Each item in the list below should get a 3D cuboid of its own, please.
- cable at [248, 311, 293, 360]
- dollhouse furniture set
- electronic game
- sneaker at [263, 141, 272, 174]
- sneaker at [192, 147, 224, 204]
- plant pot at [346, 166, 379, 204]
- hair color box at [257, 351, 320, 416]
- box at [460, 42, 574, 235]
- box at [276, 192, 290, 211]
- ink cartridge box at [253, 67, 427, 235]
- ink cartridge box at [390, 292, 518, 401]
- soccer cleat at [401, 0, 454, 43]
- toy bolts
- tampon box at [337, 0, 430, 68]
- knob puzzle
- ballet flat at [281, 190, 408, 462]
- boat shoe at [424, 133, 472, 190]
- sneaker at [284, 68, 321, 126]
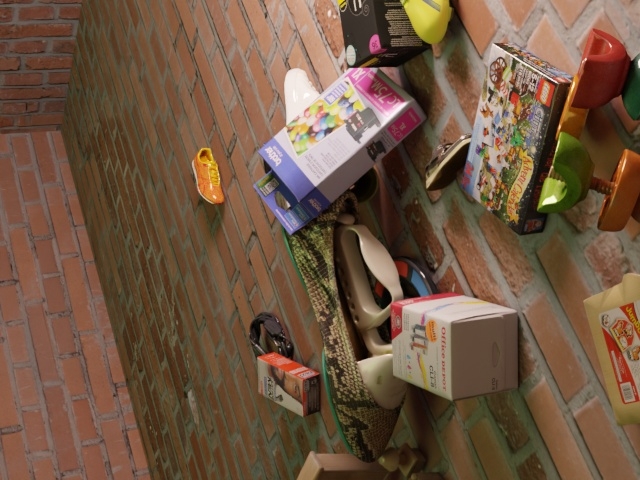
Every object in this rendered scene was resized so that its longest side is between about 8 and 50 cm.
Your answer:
[{"bbox_3d":[-0.117,0.253,2.358,0.184,0.047,0.150,32,129,53],"label":"cable"},{"bbox_3d":[0.096,0.545,1.746,0.355,0.174,0.303,51,124,49],"label":"dollhouse furniture set"},{"bbox_3d":[0.154,0.142,1.756,0.229,0.048,0.229,28,121,60],"label":"electronic game"},{"bbox_3d":[-0.059,-0.153,2.099,0.232,0.081,0.090,-147,49,-65],"label":"sneaker"},{"bbox_3d":[-0.292,-0.168,2.588,0.067,0.064,0.175,-53,51,42],"label":"sneaker"},{"bbox_3d":[0.059,-0.113,1.869,0.079,0.083,0.083,-151,57,-74],"label":"plant pot"},{"bbox_3d":[-0.073,0.321,2.221,0.167,0.053,0.093,16,113,47],"label":"hair color box"},{"bbox_3d":[0.282,-0.147,1.423,0.159,0.044,0.233,49,138,50],"label":"box"},{"bbox_3d":[-0.054,-0.059,1.969,0.145,0.038,0.186,96,160,-68],"label":"box"},{"bbox_3d":[0.015,-0.167,1.728,0.311,0.065,0.186,-43,43,5],"label":"ink cartridge box"},{"bbox_3d":[0.209,0.163,1.556,0.176,0.127,0.128,12,106,62],"label":"ink cartridge box"},{"bbox_3d":[0.131,-0.445,1.574,0.093,0.121,0.289,-29,70,62],"label":"soccer cleat"},{"bbox_3d":[0.375,-0.144,1.190,0.228,0.158,0.218,96,-167,-46],"label":"toy bolts"},{"bbox_3d":[0.102,-0.383,1.671,0.120,0.101,0.161,-18,79,64],"label":"tampon box"},{"bbox_3d":[0.418,0.131,1.228,0.213,0.030,0.213,-155,62,-61],"label":"knob puzzle"},{"bbox_3d":[0.071,0.141,1.717,0.182,0.164,0.483,-19,84,34],"label":"ballet flat"},{"bbox_3d":[0.201,-0.131,1.582,0.049,0.056,0.152,68,151,19],"label":"boat shoe"},{"bbox_3d":[-0.007,-0.245,1.966,0.290,0.123,0.106,-95,-5,-46],"label":"sneaker"}]
